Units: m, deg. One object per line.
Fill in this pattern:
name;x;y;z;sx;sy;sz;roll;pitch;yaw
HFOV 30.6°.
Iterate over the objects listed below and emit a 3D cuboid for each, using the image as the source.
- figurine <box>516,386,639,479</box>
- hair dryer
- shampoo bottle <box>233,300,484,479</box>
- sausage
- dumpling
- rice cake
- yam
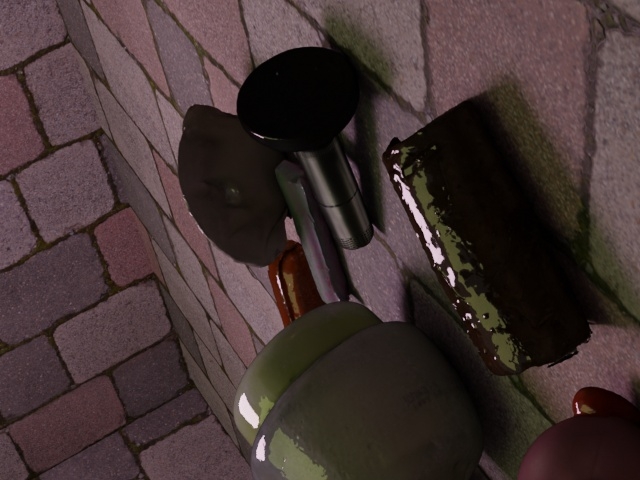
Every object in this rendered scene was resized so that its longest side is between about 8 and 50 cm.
figurine;0.285;0.267;1.211;0.173;0.173;0.173;54;163;25
hair dryer;-0.050;-0.151;1.607;0.284;0.155;0.320;41;165;27
shampoo bottle;0.059;0.268;1.654;0.317;0.322;0.322;42;157;25
sausage;-0.017;0.154;2.103;0.102;0.102;0.330;28;140;64
dumpling;-0.124;-0.089;1.870;0.293;0.163;0.204;62;-175;-18
rice cake;-0.002;-0.002;1.884;0.081;0.051;0.290;36;153;51
yam;0.168;0.002;1.217;0.280;0.131;0.131;62;165;0
